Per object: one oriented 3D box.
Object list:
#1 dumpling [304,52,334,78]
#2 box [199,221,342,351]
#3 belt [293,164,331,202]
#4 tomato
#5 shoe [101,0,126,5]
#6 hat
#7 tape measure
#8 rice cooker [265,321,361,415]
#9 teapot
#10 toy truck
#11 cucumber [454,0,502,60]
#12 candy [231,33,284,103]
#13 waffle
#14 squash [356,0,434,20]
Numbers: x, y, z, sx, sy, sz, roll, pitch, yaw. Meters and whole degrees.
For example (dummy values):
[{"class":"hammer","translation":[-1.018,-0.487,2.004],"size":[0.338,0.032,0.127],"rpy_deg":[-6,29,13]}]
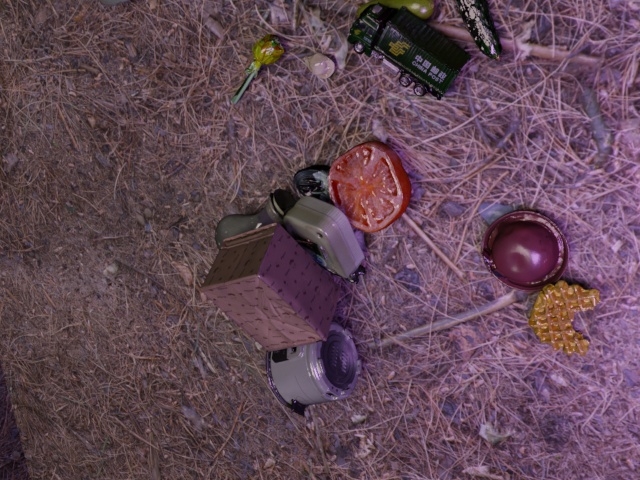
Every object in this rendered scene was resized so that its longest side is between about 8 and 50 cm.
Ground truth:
[{"class":"dumpling","translation":[0.001,-0.448,1.543],"size":[0.076,0.057,0.052],"rpy_deg":[-15,60,14]},{"class":"box","translation":[-0.125,0.132,1.609],"size":[0.225,0.190,0.297],"rpy_deg":[-16,131,36]},{"class":"belt","translation":[-0.010,-0.152,1.645],"size":[0.140,0.058,0.105],"rpy_deg":[1,111,34]},{"class":"tomato","translation":[0.134,-0.143,1.528],"size":[0.236,0.095,0.237],"rpy_deg":[17,119,34]},{"class":"shoe","translation":[-0.555,-0.781,1.774],"size":[0.251,0.103,0.100],"rpy_deg":[-16,54,25]},{"class":"hat","translation":[0.458,0.030,1.372],"size":[0.205,0.089,0.206],"rpy_deg":[14,115,31]},{"class":"tape measure","translation":[0.000,0.000,1.619],"size":[0.207,0.115,0.235],"rpy_deg":[21,152,38]},{"class":"rice cooker","translation":[-0.030,0.358,1.737],"size":[0.227,0.241,0.281],"rpy_deg":[-19,51,35]},{"class":"teapot","translation":[-0.179,-0.035,1.744],"size":[0.251,0.183,0.183],"rpy_deg":[-38,84,28]},{"class":"toy truck","translation":[0.191,-0.427,1.345],"size":[0.259,0.088,0.121],"rpy_deg":[35,147,2]},{"class":"cucumber","translation":[0.317,-0.516,1.281],"size":[0.067,0.067,0.294],"rpy_deg":[-17,99,38]},{"class":"candy","translation":[-0.187,-0.463,1.655],"size":[0.073,0.077,0.262],"rpy_deg":[56,136,7]},{"class":"waffle","translation":[0.558,0.173,1.369],"size":[0.149,0.051,0.194],"rpy_deg":[20,127,15]},{"class":"squash","translation":[0.169,-0.531,1.380],"size":[0.201,0.066,0.066],"rpy_deg":[11,113,38]}]
